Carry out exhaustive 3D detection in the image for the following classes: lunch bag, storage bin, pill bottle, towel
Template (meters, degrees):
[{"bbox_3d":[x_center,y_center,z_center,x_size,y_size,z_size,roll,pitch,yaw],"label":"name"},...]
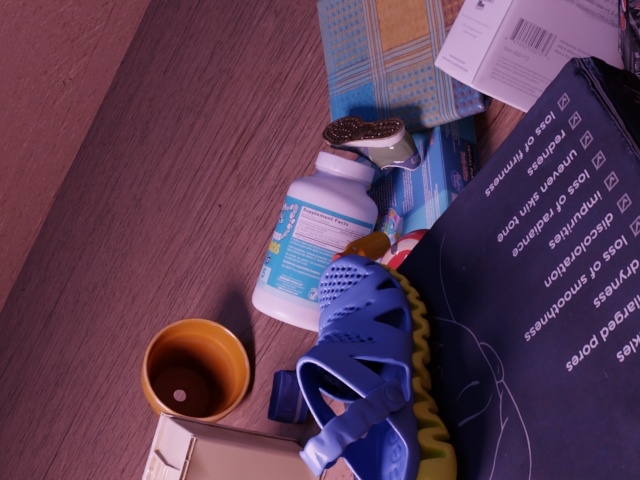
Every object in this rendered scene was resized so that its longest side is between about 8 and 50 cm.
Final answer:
[{"bbox_3d":[-0.048,0.267,1.778,0.067,0.065,0.098,149,132,-71],"label":"lunch bag"},{"bbox_3d":[-0.154,0.439,1.660,0.123,0.262,0.260,11,84,59],"label":"storage bin"},{"bbox_3d":[0.000,0.000,1.594,0.146,0.146,0.264,22,94,61],"label":"pill bottle"},{"bbox_3d":[0.121,-0.295,1.587,0.370,0.040,0.271,-9,87,56],"label":"towel"}]

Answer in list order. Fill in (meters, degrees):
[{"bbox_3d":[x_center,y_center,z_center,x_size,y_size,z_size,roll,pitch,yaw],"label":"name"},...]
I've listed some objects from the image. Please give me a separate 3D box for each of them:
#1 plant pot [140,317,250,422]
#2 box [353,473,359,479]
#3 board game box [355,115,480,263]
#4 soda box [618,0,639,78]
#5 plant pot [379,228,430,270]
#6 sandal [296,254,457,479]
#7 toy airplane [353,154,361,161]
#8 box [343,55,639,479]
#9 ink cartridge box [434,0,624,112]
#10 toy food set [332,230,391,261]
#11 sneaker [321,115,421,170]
[{"bbox_3d":[-0.259,0.280,2.022,0.188,0.205,0.205,125,150,-59],"label":"plant pot"},{"bbox_3d":[0.119,0.265,1.460,0.156,0.093,0.158,-44,38,40],"label":"box"},{"bbox_3d":[0.119,-0.038,1.642,0.336,0.079,0.254,-38,43,46],"label":"board game box"},{"bbox_3d":[0.388,-0.271,1.229,0.053,0.169,0.060,-12,54,9],"label":"soda box"},{"bbox_3d":[0.175,0.086,1.385,0.191,0.174,0.191,-32,50,48],"label":"plant pot"},{"bbox_3d":[0.037,0.131,1.036,0.126,0.138,0.317,-56,31,33],"label":"sandal"},{"bbox_3d":[0.084,-0.193,1.841,0.151,0.028,0.151,-38,43,47],"label":"toy airplane"},{"bbox_3d":[0.285,0.171,1.015,0.480,0.297,0.472,-52,33,33],"label":"box"},{"bbox_3d":[0.310,-0.304,1.328,0.283,0.207,0.117,-64,28,14],"label":"ink cartridge box"},{"bbox_3d":[0.085,0.114,1.508,0.111,0.104,0.232,15,116,40],"label":"toy food set"},{"bbox_3d":[0.081,-0.141,1.589,0.064,0.086,0.192,-50,30,-19],"label":"sneaker"}]
